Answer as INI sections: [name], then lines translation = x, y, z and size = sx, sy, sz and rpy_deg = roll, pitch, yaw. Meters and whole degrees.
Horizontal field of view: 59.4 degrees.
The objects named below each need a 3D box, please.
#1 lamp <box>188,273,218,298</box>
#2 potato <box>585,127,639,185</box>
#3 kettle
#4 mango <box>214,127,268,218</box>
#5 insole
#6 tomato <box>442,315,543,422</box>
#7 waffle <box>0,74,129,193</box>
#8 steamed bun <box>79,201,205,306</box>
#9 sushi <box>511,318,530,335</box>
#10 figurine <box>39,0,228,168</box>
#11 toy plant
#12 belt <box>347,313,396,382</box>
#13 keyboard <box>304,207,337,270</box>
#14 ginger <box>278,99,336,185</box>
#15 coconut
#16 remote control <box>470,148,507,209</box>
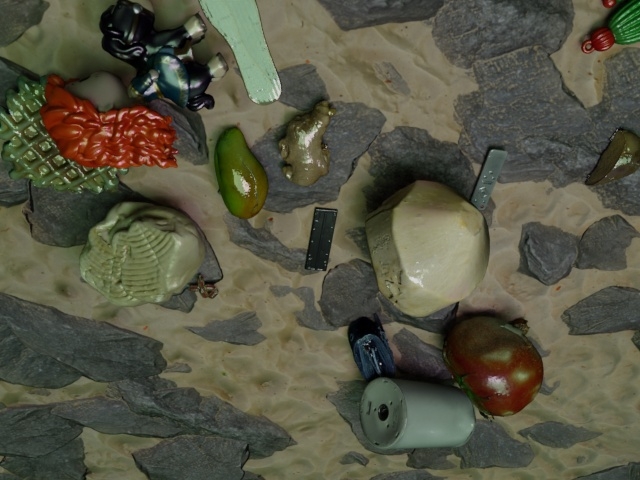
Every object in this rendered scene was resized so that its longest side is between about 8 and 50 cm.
[lamp]
translation = -0.332, 0.137, 1.618
size = 0.083, 0.031, 0.063
rpy_deg = 34, 114, -26
[potato]
translation = 0.797, -0.196, 1.482
size = 0.101, 0.089, 0.172
rpy_deg = 16, 117, -16
[kettle]
translation = 0.283, 0.546, 1.740
size = 0.318, 0.205, 0.265
rpy_deg = 13, 140, -34
[mango]
translation = -0.198, -0.165, 1.406
size = 0.125, 0.111, 0.232
rpy_deg = -11, 109, -14
[insole]
translation = -0.181, -0.471, 1.279
size = 0.119, 0.009, 0.348
rpy_deg = -20, 120, 6
[tomato]
translation = 0.520, 0.373, 1.677
size = 0.239, 0.303, 0.303
rpy_deg = -35, 119, -6
[waffle]
translation = -0.610, -0.246, 1.348
size = 0.309, 0.056, 0.291
rpy_deg = 9, 119, -12
[steamed bun]
translation = -0.436, 0.024, 1.445
size = 0.276, 0.203, 0.289
rpy_deg = 38, 111, 4
[sushi]
translation = 0.624, 0.294, 1.775
size = 0.062, 0.060, 0.118
rpy_deg = 5, 119, -2
[figurine]
translation = -0.394, -0.328, 1.205
size = 0.306, 0.241, 0.411
rpy_deg = 30, 94, -31
[toy plant]
translation = 0.728, -0.521, 1.288
size = 0.240, 0.088, 0.154
rpy_deg = -3, 109, 9
[belt]
translation = 0.162, 0.353, 1.729
size = 0.122, 0.128, 0.218
rpy_deg = -21, 122, 2
[keyboard]
translation = 0.000, 0.000, 1.574
size = 0.067, 0.011, 0.202
rpy_deg = 5, 120, -10
[ginger]
translation = -0.036, -0.242, 1.392
size = 0.138, 0.074, 0.213
rpy_deg = -3, 125, -14
[coconut]
translation = 0.268, 0.016, 1.404
size = 0.353, 0.352, 0.352
rpy_deg = -2, 121, -4
[remote control]
translation = 0.448, -0.164, 1.509
size = 0.050, 0.027, 0.184
rpy_deg = 7, 124, -8
